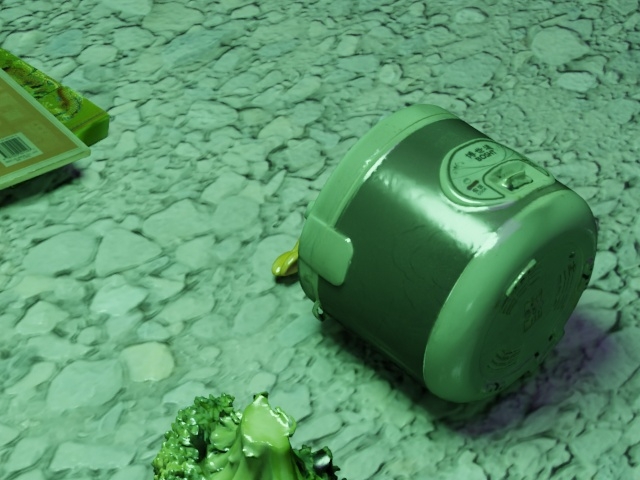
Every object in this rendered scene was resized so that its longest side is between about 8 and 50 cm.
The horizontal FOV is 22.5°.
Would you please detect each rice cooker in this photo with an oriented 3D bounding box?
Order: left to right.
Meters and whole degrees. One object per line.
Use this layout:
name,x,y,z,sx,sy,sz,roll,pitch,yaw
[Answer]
rice cooker,0.137,0.008,1.780,0.288,0.288,0.277,-28,52,-37

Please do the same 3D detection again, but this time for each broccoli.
broccoli,-0.067,0.236,1.538,0.198,0.176,0.226,12,59,-16

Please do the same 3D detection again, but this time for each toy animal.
toy animal,0.000,0.002,1.930,0.070,0.083,0.159,45,56,-2

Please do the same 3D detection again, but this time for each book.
book,-0.421,-0.145,1.972,0.170,0.018,0.242,-25,52,-36

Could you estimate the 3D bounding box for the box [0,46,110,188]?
box,-0.443,-0.186,2.065,0.311,0.043,0.173,32,43,23
